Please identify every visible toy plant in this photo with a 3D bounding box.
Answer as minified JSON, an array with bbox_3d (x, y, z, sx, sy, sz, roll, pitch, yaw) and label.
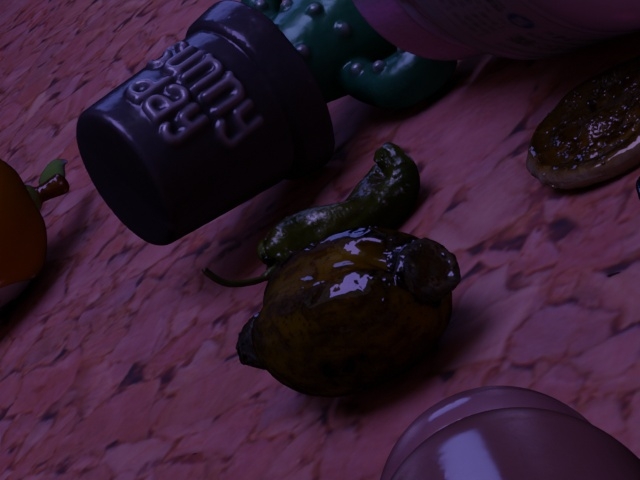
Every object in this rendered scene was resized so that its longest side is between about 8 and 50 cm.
[{"bbox_3d":[-0.028,-0.158,1.819,0.400,0.185,0.279,-36,25,-24],"label":"toy plant"}]

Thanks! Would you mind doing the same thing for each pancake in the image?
[{"bbox_3d":[0.225,-0.097,1.476,0.158,0.028,0.158,-33,24,17],"label":"pancake"}]

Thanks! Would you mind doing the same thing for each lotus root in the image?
[{"bbox_3d":[0.019,0.058,1.435,0.209,0.120,0.120,-25,28,39],"label":"lotus root"}]

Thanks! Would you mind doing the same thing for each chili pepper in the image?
[{"bbox_3d":[-0.001,-0.001,1.628,0.204,0.073,0.072,-35,3,-10],"label":"chili pepper"}]

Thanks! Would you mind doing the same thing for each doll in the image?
[{"bbox_3d":[-0.379,-0.023,2.143,0.236,0.213,0.213,-32,21,-7],"label":"doll"}]

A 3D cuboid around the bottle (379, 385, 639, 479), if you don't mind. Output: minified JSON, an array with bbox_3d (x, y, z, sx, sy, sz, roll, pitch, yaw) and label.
[{"bbox_3d":[0.099,0.190,0.988,0.297,0.173,0.206,-107,38,-75],"label":"bottle"}]

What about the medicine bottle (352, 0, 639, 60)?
[{"bbox_3d":[0.169,-0.275,1.594,0.256,0.256,0.325,-51,15,-20],"label":"medicine bottle"}]

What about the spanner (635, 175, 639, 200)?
[{"bbox_3d":[0.240,0.000,1.299,0.046,0.012,0.208,-35,23,18],"label":"spanner"}]
